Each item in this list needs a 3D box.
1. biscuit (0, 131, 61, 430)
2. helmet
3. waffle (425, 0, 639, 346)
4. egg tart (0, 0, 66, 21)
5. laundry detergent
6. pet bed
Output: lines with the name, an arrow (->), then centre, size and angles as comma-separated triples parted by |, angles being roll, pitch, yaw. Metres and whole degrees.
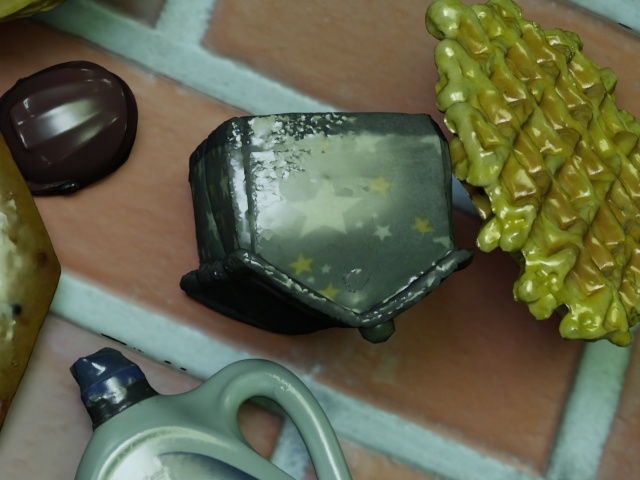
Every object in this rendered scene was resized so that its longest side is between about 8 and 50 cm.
biscuit -> -0.364, 0.025, 1.251 | 0.359, 0.046, 0.359 | 3, 80, -15
helmet -> -0.196, -0.090, 1.336 | 0.123, 0.070, 0.098 | -22, 80, -21
waffle -> 0.191, -0.053, 1.350 | 0.312, 0.060, 0.307 | 7, 58, -50
egg tart -> -0.278, -0.302, 1.288 | 0.352, 0.150, 0.352 | -1, 50, 1
laundry detergent -> -0.077, 0.190, 1.261 | 0.215, 0.105, 0.280 | -28, 80, -20
pet bed -> 0.000, 0.000, 1.285 | 0.183, 0.211, 0.159 | -2, 83, -16
